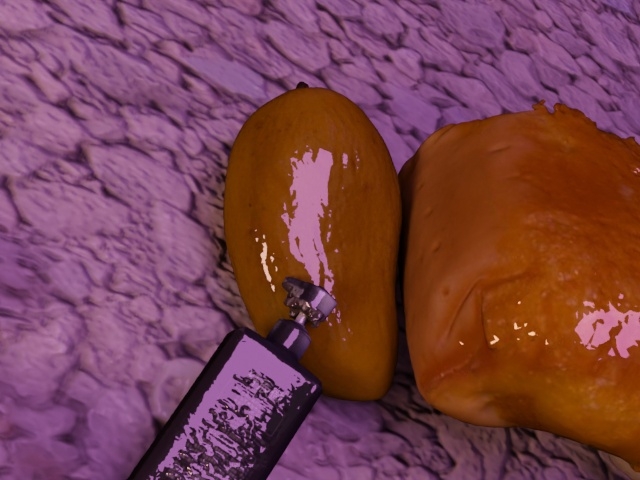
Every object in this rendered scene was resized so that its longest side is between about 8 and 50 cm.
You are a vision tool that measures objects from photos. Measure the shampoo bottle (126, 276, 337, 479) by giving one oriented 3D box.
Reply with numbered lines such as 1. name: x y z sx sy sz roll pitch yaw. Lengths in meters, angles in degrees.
1. shampoo bottle: -0.081 0.168 0.802 0.098 0.071 0.309 37 72 -8

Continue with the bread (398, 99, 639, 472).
1. bread: 0.272 0.049 0.943 0.361 0.250 0.394 17 35 -14

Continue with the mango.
1. mango: -0.007 -0.003 0.946 0.195 0.142 0.331 8 71 -27

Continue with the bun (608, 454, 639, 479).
1. bun: 0.423 0.205 1.108 0.229 0.145 0.229 2 47 -3
